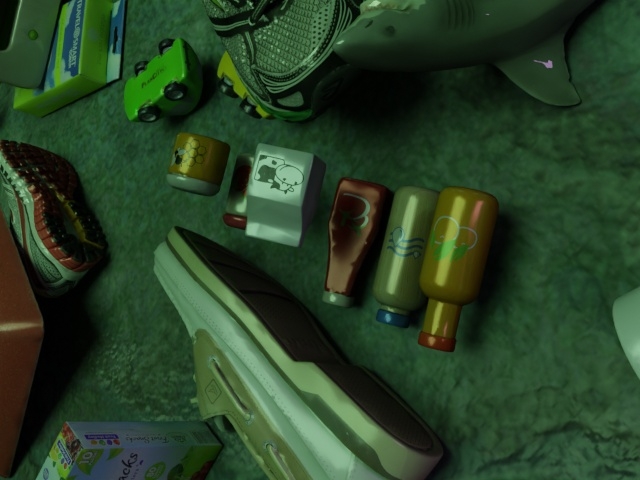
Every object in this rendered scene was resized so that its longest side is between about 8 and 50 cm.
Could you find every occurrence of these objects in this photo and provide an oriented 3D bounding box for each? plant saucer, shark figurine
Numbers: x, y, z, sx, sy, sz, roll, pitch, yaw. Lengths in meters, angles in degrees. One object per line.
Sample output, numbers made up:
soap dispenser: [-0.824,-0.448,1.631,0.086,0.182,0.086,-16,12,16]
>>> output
plant saucer: [-0.388,0.096,0.909,0.258,0.048,0.259,54,133,36]
shark figurine: [0.161,-0.149,0.502,0.278,0.166,0.116,-23,89,18]

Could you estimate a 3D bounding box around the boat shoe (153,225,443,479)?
boat shoe: [-0.049,0.097,0.601,0.302,0.113,0.103,42,103,40]

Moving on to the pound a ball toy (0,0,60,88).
pound a ball toy: [-0.421,-0.306,0.971,0.208,0.136,0.319,12,88,45]

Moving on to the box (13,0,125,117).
box: [-0.304,-0.223,0.964,0.178,0.042,0.109,-11,73,42]

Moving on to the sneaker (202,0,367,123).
sneaker: [-0.069,-0.224,0.606,0.134,0.146,0.343,-41,58,18]

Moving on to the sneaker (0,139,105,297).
sneaker: [-0.323,-0.031,0.903,0.092,0.088,0.225,-50,51,23]

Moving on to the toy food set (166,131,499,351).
toy food set: [0.000,0.000,0.569,0.232,0.111,0.104,13,88,12]

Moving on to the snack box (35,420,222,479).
snack box: [-0.161,0.198,0.659,0.037,0.141,0.100,39,106,40]

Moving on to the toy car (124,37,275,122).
toy car: [-0.103,-0.178,0.760,0.225,0.053,0.239,-28,61,36]

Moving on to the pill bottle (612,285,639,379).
pill bottle: [0.230,0.020,0.374,0.169,0.094,0.094,-35,58,31]
